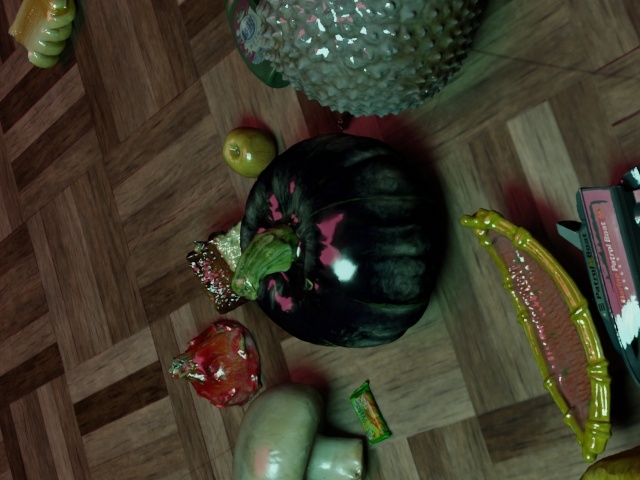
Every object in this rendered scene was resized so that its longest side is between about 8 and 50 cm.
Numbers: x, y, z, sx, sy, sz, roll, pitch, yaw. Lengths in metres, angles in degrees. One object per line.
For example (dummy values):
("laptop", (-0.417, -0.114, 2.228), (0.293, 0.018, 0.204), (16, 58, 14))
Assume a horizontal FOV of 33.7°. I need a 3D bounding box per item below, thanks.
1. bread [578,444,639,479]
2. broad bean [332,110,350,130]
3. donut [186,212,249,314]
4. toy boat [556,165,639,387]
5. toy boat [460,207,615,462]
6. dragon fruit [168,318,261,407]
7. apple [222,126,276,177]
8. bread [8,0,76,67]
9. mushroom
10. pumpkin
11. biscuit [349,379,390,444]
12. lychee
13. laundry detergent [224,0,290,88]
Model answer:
("bread", (0.390, 0.338, 1.044), (0.358, 0.204, 0.337), (-33, 53, 57))
("broad bean", (0.028, -0.270, 1.501), (0.069, 0.039, 0.227), (5, 99, 51))
("donut", (-0.116, 0.027, 1.638), (0.186, 0.144, 0.126), (-26, 81, 13))
("toy boat", (0.337, 0.049, 1.177), (0.103, 0.093, 0.246), (-17, 82, 38))
("toy boat", (0.272, 0.098, 1.237), (0.318, 0.099, 0.141), (65, 158, 14))
("dragon fruit", (-0.179, 0.211, 1.720), (0.153, 0.111, 0.153), (12, 107, 45))
("apple", (-0.111, -0.136, 1.635), (0.084, 0.071, 0.084), (8, 102, 44))
("bread", (-0.528, -0.414, 2.027), (0.177, 0.084, 0.119), (-51, 61, 36))
("mushroom", (-0.027, 0.314, 1.542), (0.204, 0.204, 0.204), (6, 99, 45))
("pumpkin", (0.000, 0.000, 1.393), (0.295, 0.295, 0.296), (6, 99, 45))
("biscuit", (0.070, 0.253, 1.530), (0.046, 0.016, 0.089), (-42, 65, 40))
("lychee", (0.055, -0.286, 1.309), (0.300, 0.300, 0.300), (6, 99, 45))
("laundry detergent", (-0.086, -0.342, 1.596), (0.137, 0.063, 0.211), (-51, 57, 34))
